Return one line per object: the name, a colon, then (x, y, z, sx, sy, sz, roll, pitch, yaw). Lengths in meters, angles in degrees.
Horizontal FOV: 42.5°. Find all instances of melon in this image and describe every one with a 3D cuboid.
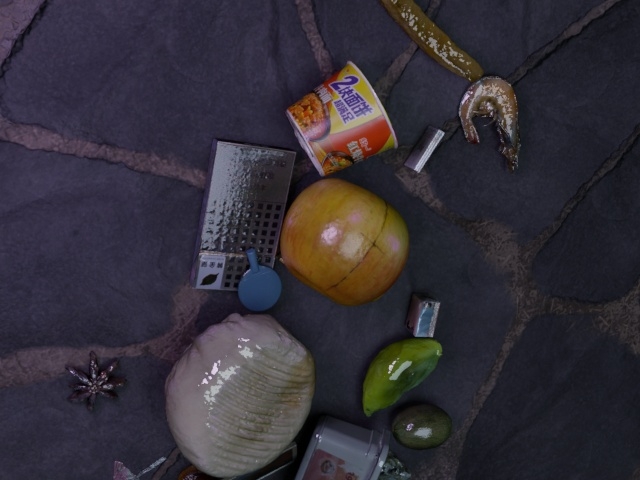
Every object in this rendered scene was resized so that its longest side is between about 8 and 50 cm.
melon: (0.262, 0.474, 2.087, 0.167, 0.114, 0.114, -2, 108, -21)

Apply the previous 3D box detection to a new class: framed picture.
framed picture: (-0.166, 0.551, 1.932, 0.250, 0.016, 0.184, -25, 157, -14)

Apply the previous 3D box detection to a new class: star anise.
star anise: (-0.484, 0.308, 1.772, 0.141, 0.042, 0.141, -8, 112, -20)

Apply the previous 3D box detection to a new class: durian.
durian: (0.191, 0.327, 2.015, 0.250, 0.101, 0.139, -39, 118, -5)

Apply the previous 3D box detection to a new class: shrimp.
shrimp: (0.405, -0.264, 1.934, 0.143, 0.052, 0.251, -21, 107, -3)

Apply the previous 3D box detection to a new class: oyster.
oyster: (0.141, 0.594, 2.110, 0.177, 0.064, 0.125, -21, 118, -12)

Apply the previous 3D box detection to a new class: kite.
kite: (-0.425, 0.544, 1.896, 0.152, 0.005, 0.137, -43, 118, -4)

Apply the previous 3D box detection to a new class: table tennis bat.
table tennis bat: (-0.137, 0.088, 1.797, 0.100, 0.019, 0.155, -20, 120, -12)

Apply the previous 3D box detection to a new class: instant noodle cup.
instant noodle cup: (0.037, -0.241, 1.713, 0.174, 0.213, 0.213, -30, 116, 0)

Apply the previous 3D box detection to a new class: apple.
apple: (0.050, 0.006, 1.730, 0.286, 0.286, 0.233, 33, 86, -28)

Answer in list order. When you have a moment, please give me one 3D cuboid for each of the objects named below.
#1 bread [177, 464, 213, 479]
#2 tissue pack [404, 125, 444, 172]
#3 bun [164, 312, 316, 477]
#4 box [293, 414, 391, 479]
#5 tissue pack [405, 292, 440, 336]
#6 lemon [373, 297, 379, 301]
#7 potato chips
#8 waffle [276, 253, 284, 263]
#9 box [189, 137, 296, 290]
bread: (-0.293, 0.571, 1.930, 0.085, 0.053, 0.085, -7, 110, -20)
tissue pack: (0.236, -0.209, 1.876, 0.023, 0.056, 0.108, 29, 94, -26)
bun: (-0.185, 0.327, 1.800, 0.365, 0.219, 0.365, -18, 121, -32)
box: (0.032, 0.583, 1.990, 0.182, 0.175, 0.312, 21, 100, 6)
tissue pack: (0.249, 0.181, 2.004, 0.058, 0.074, 0.094, 6, 102, -21)
lemon: (0.119, 0.092, 1.918, 0.082, 0.082, 0.111, 29, 89, -27)
potato chips: (0.203, -0.479, 1.760, 0.407, 0.080, 0.057, 42, 73, -26)
waffle: (0.000, 0.000, 1.871, 0.125, 0.032, 0.191, 40, 88, -24)
box: (-0.169, -0.048, 1.773, 0.180, 0.047, 0.325, 5, 106, -24)
